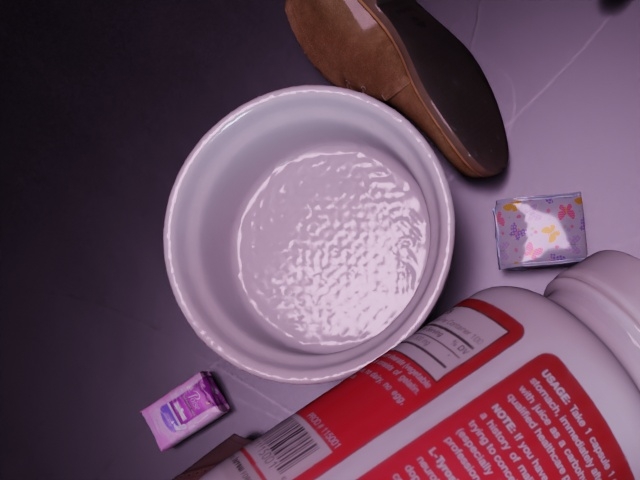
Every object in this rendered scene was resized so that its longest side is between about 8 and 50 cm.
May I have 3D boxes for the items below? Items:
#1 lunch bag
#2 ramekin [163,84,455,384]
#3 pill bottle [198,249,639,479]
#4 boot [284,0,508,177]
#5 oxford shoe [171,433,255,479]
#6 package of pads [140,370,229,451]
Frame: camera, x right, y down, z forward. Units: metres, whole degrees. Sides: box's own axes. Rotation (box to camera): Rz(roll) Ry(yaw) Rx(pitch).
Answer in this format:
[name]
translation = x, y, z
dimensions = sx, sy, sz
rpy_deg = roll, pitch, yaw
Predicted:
[lunch bag]
translation = 0.211, -0.008, 0.905
dimensions = 0.083, 0.053, 0.071
rpy_deg = -5, 83, 4
[ramekin]
translation = 0.000, 0.000, 0.916
dimensions = 0.277, 0.135, 0.277
rpy_deg = -2, 82, 14
[pill bottle]
translation = 0.121, 0.184, 0.766
dimensions = 0.407, 0.229, 0.229
rpy_deg = -32, 74, -13
[boot]
translation = 0.076, -0.175, 0.959
dimensions = 0.115, 0.112, 0.305
rpy_deg = -43, 76, 37
[oxford shoe]
translation = -0.101, 0.257, 0.944
dimensions = 0.271, 0.097, 0.098
rpy_deg = -17, 44, 19
[package of pads]
translation = -0.142, 0.179, 0.981
dimensions = 0.083, 0.032, 0.050
rpy_deg = -34, 78, 8
